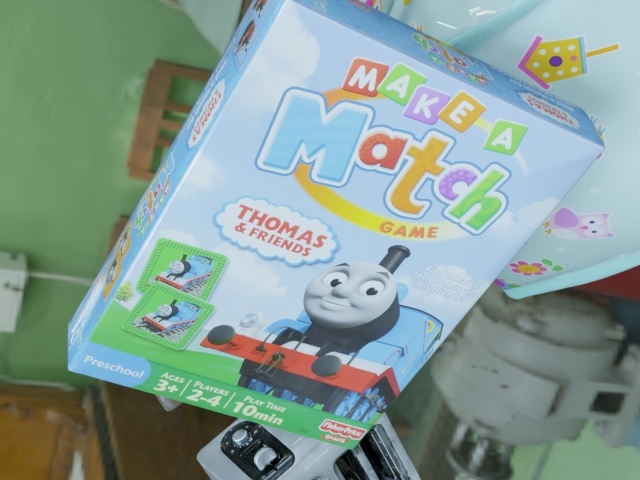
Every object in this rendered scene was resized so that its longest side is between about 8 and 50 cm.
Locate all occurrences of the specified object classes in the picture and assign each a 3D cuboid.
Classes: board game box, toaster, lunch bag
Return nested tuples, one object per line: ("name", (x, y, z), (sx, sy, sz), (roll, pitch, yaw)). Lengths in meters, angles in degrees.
("board game box", (0.000, 0.000, 0.485), (0.211, 0.160, 0.039), (-56, 28, 29))
("toaster", (-0.006, 0.239, 1.060), (0.110, 0.168, 0.185), (26, 148, 54))
("lunch bag", (0.148, -0.094, 0.610), (0.262, 0.223, 0.160), (-20, 41, 52))

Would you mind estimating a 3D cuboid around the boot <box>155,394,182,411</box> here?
("boot", (-0.141, 0.092, 1.009), (0.114, 0.037, 0.106), (47, 111, 23))
